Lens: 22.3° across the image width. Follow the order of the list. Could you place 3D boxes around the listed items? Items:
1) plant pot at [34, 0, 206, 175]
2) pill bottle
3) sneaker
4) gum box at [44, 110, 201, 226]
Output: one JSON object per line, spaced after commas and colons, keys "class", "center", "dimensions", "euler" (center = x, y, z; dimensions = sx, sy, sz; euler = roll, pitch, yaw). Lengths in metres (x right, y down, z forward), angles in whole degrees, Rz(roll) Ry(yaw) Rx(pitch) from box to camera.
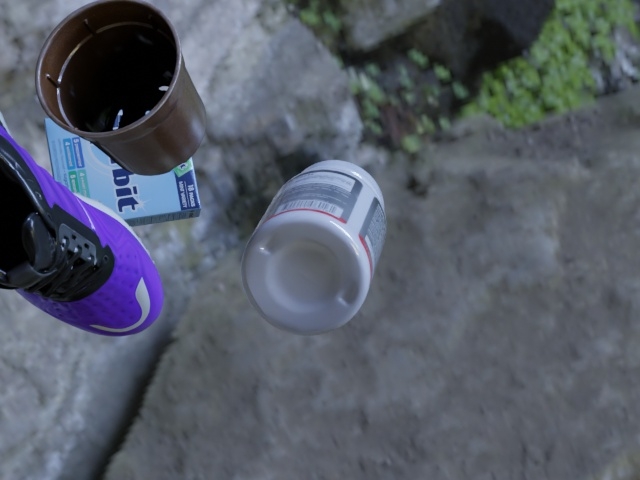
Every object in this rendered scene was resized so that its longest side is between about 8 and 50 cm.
{"class": "plant pot", "center": [-0.209, -0.160, 1.808], "dimensions": [0.167, 0.165, 0.167], "euler": [-5, 69, 13]}
{"class": "pill bottle", "center": [0.000, 0.000, 2.094], "dimensions": [0.161, 0.161, 0.283], "euler": [-12, 16, 13]}
{"class": "sneaker", "center": [-0.223, 0.004, 1.243], "dimensions": [0.102, 0.293, 0.146], "euler": [-39, 35, 7]}
{"class": "gum box", "center": [-0.262, -0.096, 2.146], "dimensions": [0.184, 0.041, 0.157], "euler": [-8, 75, -10]}
